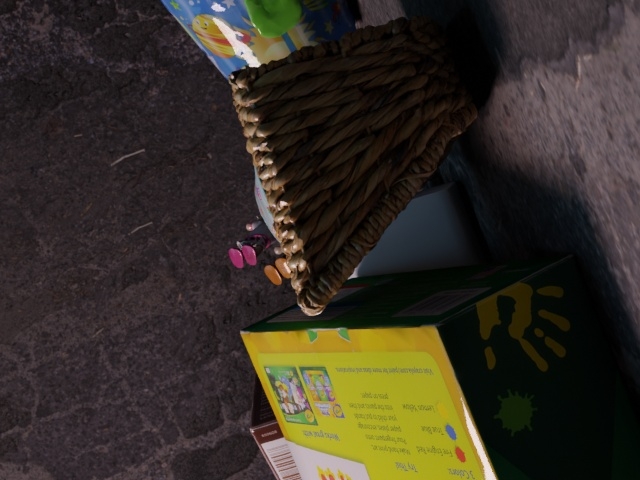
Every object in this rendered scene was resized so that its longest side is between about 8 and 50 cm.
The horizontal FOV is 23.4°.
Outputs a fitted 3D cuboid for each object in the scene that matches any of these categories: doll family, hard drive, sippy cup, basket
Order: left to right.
[{"bbox_3d":[-0.079,-0.301,1.820,0.224,0.240,0.305,58,-144,-18],"label":"sippy cup"},{"bbox_3d":[0.000,0.000,2.308,0.263,0.163,0.118,-12,114,43],"label":"doll family"},{"bbox_3d":[0.050,-0.064,1.439,0.299,0.214,0.223,97,154,-86],"label":"basket"},{"bbox_3d":[0.112,0.111,1.724,0.040,0.210,0.318,-40,-70,-59],"label":"hard drive"}]

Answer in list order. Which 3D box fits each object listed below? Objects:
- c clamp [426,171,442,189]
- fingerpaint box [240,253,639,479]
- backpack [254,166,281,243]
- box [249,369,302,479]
[{"bbox_3d":[0.109,-0.113,1.742,0.137,0.022,0.160,-113,1,-70],"label":"c clamp"},{"bbox_3d":[0.136,0.220,1.500,0.445,0.163,0.371,-11,103,66],"label":"fingerpaint box"},{"bbox_3d":[0.011,-0.080,1.922,0.144,0.188,0.165,81,166,-68],"label":"backpack"},{"bbox_3d":[0.019,0.221,2.019,0.203,0.167,0.168,-88,-25,-58],"label":"box"}]
